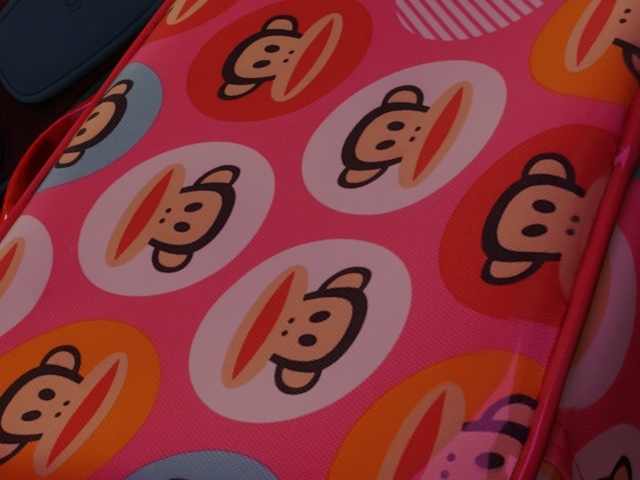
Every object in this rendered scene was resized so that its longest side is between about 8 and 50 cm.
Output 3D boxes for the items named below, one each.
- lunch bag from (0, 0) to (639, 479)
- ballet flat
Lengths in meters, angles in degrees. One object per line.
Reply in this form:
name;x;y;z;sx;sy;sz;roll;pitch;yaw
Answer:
lunch bag;0.000;0.000;0.482;0.258;0.120;0.293;6;51;34
ballet flat;-0.126;-0.069;0.653;0.247;0.083;0.087;-29;-7;27
